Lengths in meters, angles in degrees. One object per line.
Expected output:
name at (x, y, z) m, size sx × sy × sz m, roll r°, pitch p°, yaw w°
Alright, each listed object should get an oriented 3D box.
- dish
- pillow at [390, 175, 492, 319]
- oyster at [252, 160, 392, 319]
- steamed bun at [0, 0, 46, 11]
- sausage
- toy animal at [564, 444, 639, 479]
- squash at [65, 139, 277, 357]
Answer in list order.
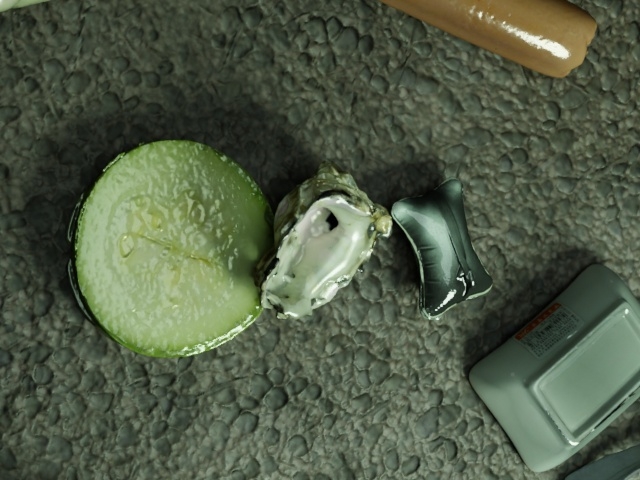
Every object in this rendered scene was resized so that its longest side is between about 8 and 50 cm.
dish at (0.286, 0.141, 1.704) m, size 0.212 × 0.077 × 0.151 m, roll -39°, pitch 105°, yaw -15°
pillow at (0.128, 0.009, 1.652) m, size 0.091 × 0.055 × 0.135 m, roll -20°, pitch 97°, yaw -1°
oyster at (0.000, 0.000, 1.585) m, size 0.191 × 0.081 × 0.163 m, roll 4°, pitch 108°, yaw -45°
steamed bun at (-0.333, -0.351, 1.380) m, size 0.275 × 0.206 × 0.320 m, roll -44°, pitch 136°, yaw -7°
sausage at (0.159, -0.253, 1.638) m, size 0.289 × 0.086 × 0.086 m, roll 21°, pitch 84°, yaw -22°
toy animal at (0.456, 0.195, 1.761) m, size 0.367 × 0.081 × 0.206 m, roll -1°, pitch 110°, yaw -23°
squash at (-0.143, 0.007, 1.553) m, size 0.219 × 0.041 × 0.219 m, roll -1°, pitch 93°, yaw -22°
